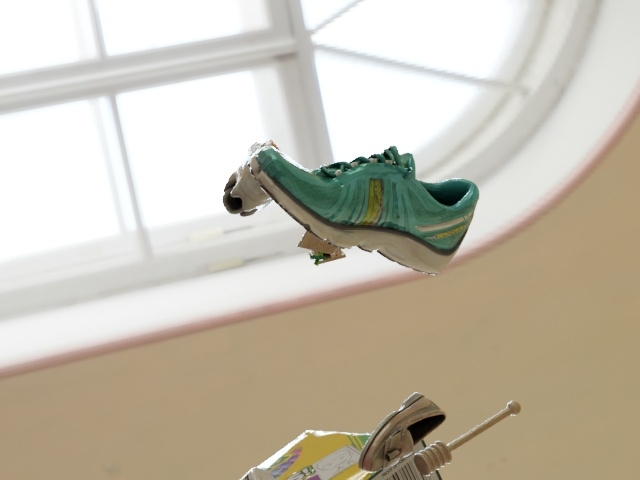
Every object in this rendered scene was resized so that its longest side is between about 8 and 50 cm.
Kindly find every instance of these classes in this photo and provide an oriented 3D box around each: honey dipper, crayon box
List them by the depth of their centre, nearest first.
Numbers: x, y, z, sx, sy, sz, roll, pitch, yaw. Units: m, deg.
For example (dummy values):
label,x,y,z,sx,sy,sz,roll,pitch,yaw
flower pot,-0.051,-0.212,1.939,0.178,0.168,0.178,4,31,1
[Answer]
label,x,y,z,sx,sy,sz,roll,pitch,yaw
honey dipper,0.183,0.235,1.654,0.030,0.160,0.030,42,-34,36
crayon box,-0.047,0.419,2.020,0.313,0.363,0.106,-8,-69,56

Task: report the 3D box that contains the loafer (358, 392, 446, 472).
label,x,y,z,sx,sy,sz,roll,pitch,yaw
loafer,0.083,0.192,1.345,0.039,0.125,0.045,23,-55,23

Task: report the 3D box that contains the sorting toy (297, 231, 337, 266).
label,x,y,z,sx,sy,sz,roll,pitch,yaw
sorting toy,0.000,0.000,1.733,0.083,0.062,0.012,-58,-140,30

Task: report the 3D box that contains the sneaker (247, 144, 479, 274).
label,x,y,z,sx,sy,sz,roll,pitch,yaw
sneaker,0.047,-0.055,1.411,0.110,0.275,0.107,-59,-143,22

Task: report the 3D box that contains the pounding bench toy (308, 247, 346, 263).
label,x,y,z,sx,sy,sz,roll,pitch,yaw
pounding bench toy,0.003,-0.008,2.358,0.083,0.052,0.065,-136,-145,-61

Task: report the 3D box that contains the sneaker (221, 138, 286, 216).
label,x,y,z,sx,sy,sz,roll,pitch,yaw
sneaker,-0.112,-0.091,2.179,0.099,0.121,0.262,49,-7,-2

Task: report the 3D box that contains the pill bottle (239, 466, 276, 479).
label,x,y,z,sx,sy,sz,roll,pitch,yaw
pill bottle,-0.101,0.339,1.678,0.065,0.116,0.065,45,11,-11
